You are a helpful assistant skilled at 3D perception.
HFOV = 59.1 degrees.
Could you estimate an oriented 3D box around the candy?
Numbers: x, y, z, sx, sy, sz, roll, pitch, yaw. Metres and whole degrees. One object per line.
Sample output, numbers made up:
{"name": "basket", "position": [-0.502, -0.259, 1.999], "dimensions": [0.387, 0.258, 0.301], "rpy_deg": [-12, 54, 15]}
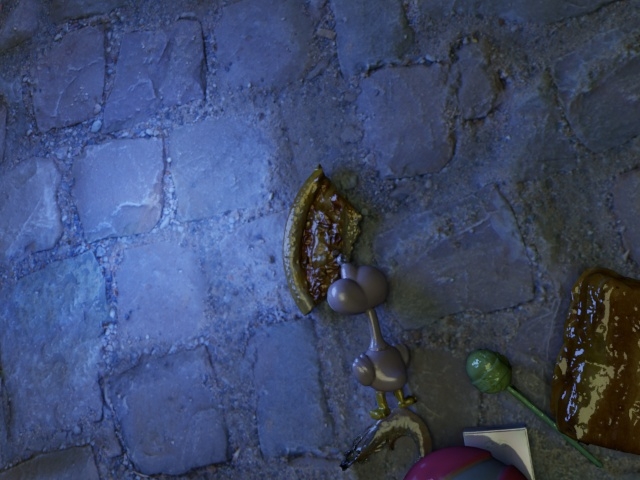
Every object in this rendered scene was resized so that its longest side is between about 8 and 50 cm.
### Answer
{"name": "candy", "position": [0.444, 0.349, 1.168], "dimensions": [0.335, 0.092, 0.093], "rpy_deg": [40, 108, 10]}

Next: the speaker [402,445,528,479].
{"name": "speaker", "position": [0.275, 0.546, 1.083], "dimensions": [0.294, 0.294, 0.294], "rpy_deg": [-2, 82, 17]}

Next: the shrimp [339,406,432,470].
{"name": "shrimp", "position": [0.150, 0.475, 1.254], "dimensions": [0.219, 0.046, 0.152], "rpy_deg": [-38, 71, 9]}

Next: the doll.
{"name": "doll", "position": [0.113, 0.199, 1.251], "dimensions": [0.094, 0.160, 0.365], "rpy_deg": [-38, 69, 54]}

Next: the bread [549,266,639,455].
{"name": "bread", "position": [0.563, 0.230, 1.097], "dimensions": [0.195, 0.149, 0.344], "rpy_deg": [13, 89, 5]}

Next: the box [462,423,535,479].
{"name": "box", "position": [0.375, 0.458, 1.182], "dimensions": [0.130, 0.051, 0.129], "rpy_deg": [-10, 80, 15]}

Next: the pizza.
{"name": "pizza", "position": [0.000, 0.000, 1.345], "dimensions": [0.182, 0.074, 0.365], "rpy_deg": [10, 86, 19]}
